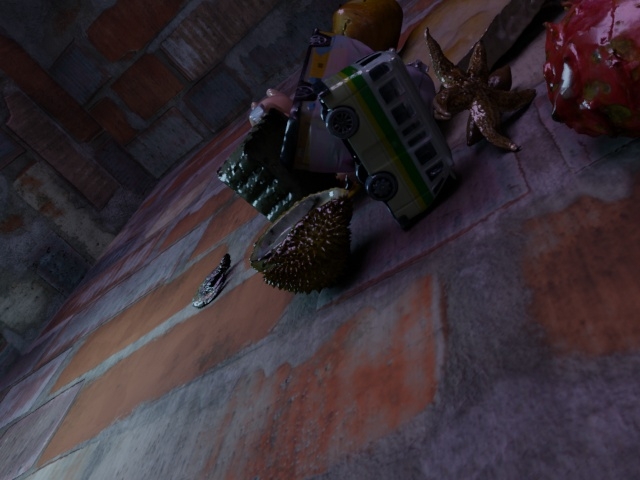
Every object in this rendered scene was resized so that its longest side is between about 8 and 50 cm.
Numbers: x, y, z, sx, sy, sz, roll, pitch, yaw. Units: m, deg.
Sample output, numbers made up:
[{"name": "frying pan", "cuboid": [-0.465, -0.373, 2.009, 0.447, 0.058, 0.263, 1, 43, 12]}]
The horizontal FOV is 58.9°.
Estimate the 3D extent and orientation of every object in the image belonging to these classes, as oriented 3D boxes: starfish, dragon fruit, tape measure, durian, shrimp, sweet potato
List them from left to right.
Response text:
[{"name": "shrimp", "cuboid": [-0.263, 0.106, 1.432, 0.091, 0.034, 0.161, 11, 62, 50]}, {"name": "durian", "cuboid": [0.000, 0.000, 1.017, 0.237, 0.138, 0.193, -38, 18, 18]}, {"name": "tape measure", "cuboid": [0.161, -0.248, 1.188, 0.197, 0.120, 0.236, 146, 139, -67]}, {"name": "starfish", "cuboid": [0.277, -0.264, 0.990, 0.236, 0.277, 0.062, -22, -24, -26]}, {"name": "sweet potato", "cuboid": [0.312, -0.248, 1.062, 0.218, 0.051, 0.065, -60, -9, -25]}, {"name": "dragon fruit", "cuboid": [0.401, -0.227, 0.680, 0.268, 0.210, 0.205, -9, 78, 58]}]

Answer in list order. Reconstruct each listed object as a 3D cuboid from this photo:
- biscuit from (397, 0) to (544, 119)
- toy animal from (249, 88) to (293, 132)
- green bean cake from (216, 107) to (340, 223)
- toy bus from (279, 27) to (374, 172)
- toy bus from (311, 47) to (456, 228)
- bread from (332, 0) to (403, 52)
[{"name": "biscuit", "cuboid": [0.310, -0.454, 1.372, 0.429, 0.104, 0.446, -56, 24, -5]}, {"name": "toy animal", "cuboid": [-0.137, -0.353, 1.828, 0.195, 0.213, 0.256, -29, 25, 21]}, {"name": "green bean cake", "cuboid": [-0.082, -0.150, 1.298, 0.132, 0.255, 0.241, -40, 19, 32]}, {"name": "toy bus", "cuboid": [0.026, -0.313, 1.265, 0.171, 0.163, 0.386, 107, 174, -47]}, {"name": "toy bus", "cuboid": [0.116, -0.176, 0.970, 0.165, 0.276, 0.133, -33, 22, 7]}, {"name": "bread", "cuboid": [0.123, -0.497, 1.568, 0.337, 0.148, 0.327, -54, -23, -56]}]
